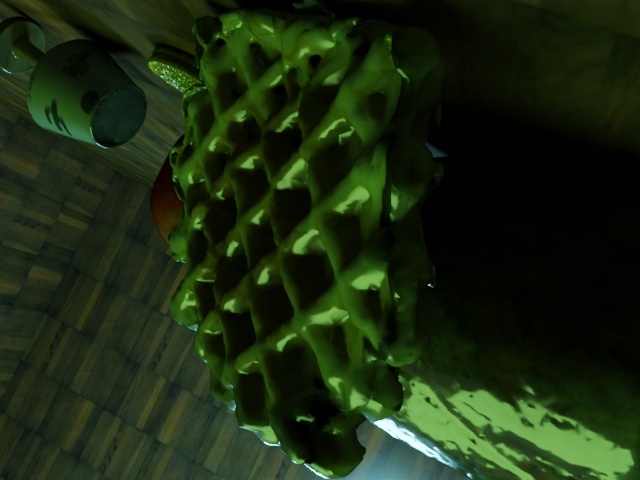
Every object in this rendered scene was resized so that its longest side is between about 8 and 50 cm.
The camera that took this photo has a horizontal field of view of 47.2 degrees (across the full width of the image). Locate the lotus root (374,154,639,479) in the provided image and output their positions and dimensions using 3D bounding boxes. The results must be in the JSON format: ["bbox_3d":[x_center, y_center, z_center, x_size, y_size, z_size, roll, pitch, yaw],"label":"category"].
[{"bbox_3d":[0.125,0.058,0.577,0.346,0.250,0.250,21,174,37],"label":"lotus root"}]

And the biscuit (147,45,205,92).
[{"bbox_3d":[-0.138,-0.171,0.759,0.084,0.023,0.084,25,173,3],"label":"biscuit"}]

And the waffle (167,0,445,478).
[{"bbox_3d":[-0.028,-0.014,0.503,0.073,0.297,0.317,0,-164,-32],"label":"waffle"}]

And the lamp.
[{"bbox_3d":[-0.308,-0.192,0.879,0.214,0.121,0.121,33,179,24],"label":"lamp"}]

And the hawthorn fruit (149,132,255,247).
[{"bbox_3d":[-0.068,-0.049,0.755,0.205,0.205,0.253,26,167,-9],"label":"hawthorn fruit"}]
